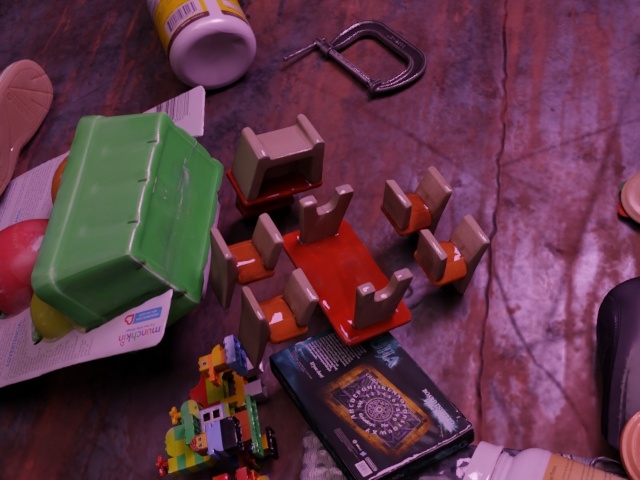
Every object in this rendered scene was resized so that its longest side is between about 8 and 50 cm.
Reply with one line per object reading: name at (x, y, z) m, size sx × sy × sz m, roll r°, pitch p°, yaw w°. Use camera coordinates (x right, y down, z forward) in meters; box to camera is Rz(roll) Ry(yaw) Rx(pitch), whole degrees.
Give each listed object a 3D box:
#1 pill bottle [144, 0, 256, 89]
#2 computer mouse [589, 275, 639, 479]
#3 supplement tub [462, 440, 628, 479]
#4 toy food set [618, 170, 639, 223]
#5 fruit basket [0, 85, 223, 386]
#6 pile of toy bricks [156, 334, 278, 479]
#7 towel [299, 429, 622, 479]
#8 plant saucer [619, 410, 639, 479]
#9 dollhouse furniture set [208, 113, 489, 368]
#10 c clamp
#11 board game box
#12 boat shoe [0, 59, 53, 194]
pill bottle at (-0.172, -0.313, 1.202) m, size 0.117 × 0.117 × 0.215 m, roll -22°, pitch 56°, yaw -3°
computer mouse at (0.332, 0.137, 0.819) m, size 0.188 × 0.072 × 0.272 m, roll 7°, pitch 55°, yaw -1°
supplement tub at (0.203, 0.250, 0.696) m, size 0.200 × 0.144 × 0.144 m, roll 18°, pitch 63°, yaw 18°
toy food set at (0.372, -0.045, 0.977) m, size 0.082 × 0.020 × 0.083 m, roll -36°, pitch 58°, yaw -12°
fruit basket at (-0.273, 0.014, 0.993) m, size 0.353 × 0.165 × 0.327 m, roll -23°, pitch 46°, yaw 34°
pile of toy bricks at (-0.109, 0.197, 0.862) m, size 0.105 × 0.118 × 0.212 m, roll -21°, pitch 50°, yaw 9°
towel at (0.112, 0.334, 0.774) m, size 0.312 × 0.056 × 0.324 m, roll 3°, pitch 56°, yaw 10°
plant saucer at (0.300, 0.182, 0.760) m, size 0.083 × 0.013 × 0.083 m, roll 0°, pitch 68°, yaw -1°
dollhouse furniture set at (0.000, 0.000, 0.953) m, size 0.262 × 0.135 × 0.259 m, roll -17°, pitch 56°, yaw -24°
c clamp at (0.054, -0.237, 1.168) m, size 0.137 × 0.022 × 0.161 m, roll -39°, pitch 57°, yaw -20°
board game box at (0.046, 0.155, 0.872) m, size 0.126 × 0.026 × 0.186 m, roll -22°, pitch 43°, yaw -19°
boat shoe at (-0.452, -0.121, 1.148) m, size 0.092 × 0.103 × 0.285 m, roll -6°, pitch 48°, yaw 36°
